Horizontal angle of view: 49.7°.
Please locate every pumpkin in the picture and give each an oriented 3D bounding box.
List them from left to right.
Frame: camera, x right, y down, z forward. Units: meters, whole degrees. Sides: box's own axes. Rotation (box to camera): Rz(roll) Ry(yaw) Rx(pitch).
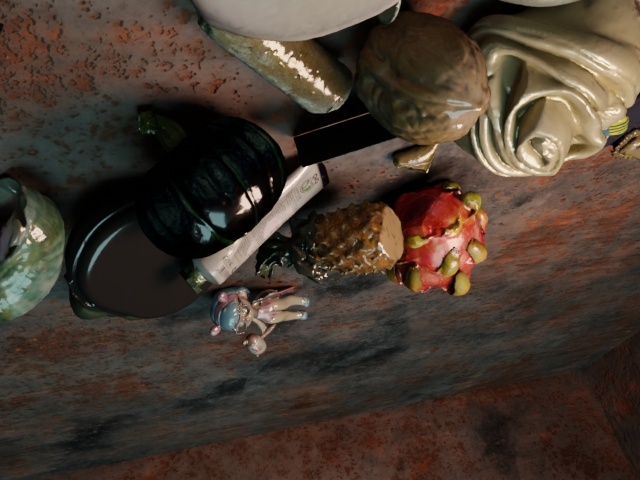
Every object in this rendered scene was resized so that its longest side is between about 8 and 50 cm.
[{"bbox_3d":[-0.187,-0.106,1.064,0.248,0.248,0.248,-13,151,-7],"label":"pumpkin"}]

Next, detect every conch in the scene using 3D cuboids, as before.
[{"bbox_3d":[-0.535,0.024,1.122,0.277,0.220,0.195,-12,-173,42],"label":"conch"}]

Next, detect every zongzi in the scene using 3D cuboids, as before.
[{"bbox_3d":[0.185,-0.169,1.316,0.076,0.040,0.083,5,133,-24],"label":"zongzi"}]

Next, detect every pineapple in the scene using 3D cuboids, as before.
[{"bbox_3d":[0.000,0.000,1.360,0.310,0.170,0.141,-9,-178,26],"label":"pineapple"}]

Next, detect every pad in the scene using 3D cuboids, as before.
[{"bbox_3d":[0.079,-0.181,1.124,0.246,0.170,0.006,-17,115,0],"label":"pad"}]

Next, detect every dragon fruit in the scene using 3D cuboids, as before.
[{"bbox_3d":[0.234,-0.001,1.478,0.228,0.243,0.307,-34,-165,-15],"label":"dragon fruit"}]

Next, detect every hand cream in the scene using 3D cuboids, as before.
[{"bbox_3d":[-0.113,-0.032,1.259,0.336,0.076,0.121,-42,158,-12],"label":"hand cream"}]

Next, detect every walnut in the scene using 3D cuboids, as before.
[{"bbox_3d":[0.148,-0.225,0.981,0.178,0.230,0.178,-19,129,-25],"label":"walnut"}]

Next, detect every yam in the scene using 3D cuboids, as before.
[{"bbox_3d":[-0.057,-0.263,0.955,0.093,0.093,0.259,-31,148,23],"label":"yam"}]

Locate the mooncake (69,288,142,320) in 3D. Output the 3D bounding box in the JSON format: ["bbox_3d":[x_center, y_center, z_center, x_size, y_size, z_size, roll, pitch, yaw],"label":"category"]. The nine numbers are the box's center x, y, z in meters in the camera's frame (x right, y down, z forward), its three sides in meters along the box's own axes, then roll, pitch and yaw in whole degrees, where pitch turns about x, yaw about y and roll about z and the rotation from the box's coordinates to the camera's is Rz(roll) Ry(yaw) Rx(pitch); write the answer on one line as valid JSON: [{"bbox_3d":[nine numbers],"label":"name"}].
[{"bbox_3d":[-0.418,0.107,1.402,0.175,0.104,0.168,-11,158,-4],"label":"mooncake"}]

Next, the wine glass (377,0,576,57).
[{"bbox_3d":[0.253,-0.294,0.888,0.310,0.264,0.096,-10,142,-14],"label":"wine glass"}]

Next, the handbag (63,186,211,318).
[{"bbox_3d":[-0.315,0.028,1.249,0.253,0.093,0.308,-49,145,8],"label":"handbag"}]

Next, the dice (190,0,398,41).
[{"bbox_3d":[-0.030,-0.351,0.633,0.251,0.259,0.243,-20,146,5],"label":"dice"}]

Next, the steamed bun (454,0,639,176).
[{"bbox_3d":[0.375,-0.228,1.120,0.324,0.219,0.309,-17,152,-2],"label":"steamed bun"}]

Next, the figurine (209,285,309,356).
[{"bbox_3d":[-0.151,0.181,1.661,0.260,0.103,0.205,-1,122,-35],"label":"figurine"}]

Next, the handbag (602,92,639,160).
[{"bbox_3d":[0.673,-0.276,1.311,0.303,0.121,0.329,5,146,-36],"label":"handbag"}]

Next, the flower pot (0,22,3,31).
[{"bbox_3d":[-0.500,-0.223,0.632,0.290,0.290,0.259,-22,141,8],"label":"flower pot"}]
